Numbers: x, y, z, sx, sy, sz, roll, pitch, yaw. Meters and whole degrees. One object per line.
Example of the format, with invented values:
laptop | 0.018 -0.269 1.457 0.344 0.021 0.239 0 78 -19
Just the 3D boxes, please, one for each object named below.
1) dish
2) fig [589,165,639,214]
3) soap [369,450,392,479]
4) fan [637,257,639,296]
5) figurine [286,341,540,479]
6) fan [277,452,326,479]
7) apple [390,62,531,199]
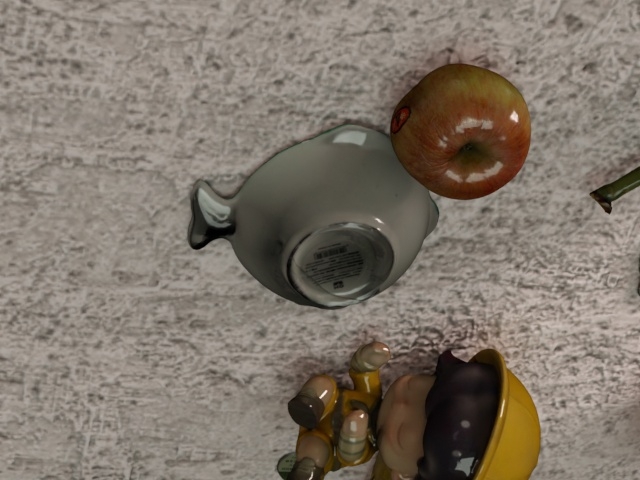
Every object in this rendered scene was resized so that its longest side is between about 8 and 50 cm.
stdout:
dish | 0.000 0.000 1.344 0.246 0.078 0.224 1 129 -11
fig | 0.393 -0.076 1.340 0.259 0.151 0.151 -18 134 37
soap | 0.102 0.356 1.600 0.135 0.076 0.233 14 102 -20
fan | 0.439 0.015 1.479 0.220 0.009 0.132 0 129 -10
figurine | 0.099 0.197 1.468 0.256 0.192 0.167 5 158 15
fan | -0.015 0.264 1.597 0.060 0.003 0.080 -17 129 5
apple | 0.129 -0.099 1.273 0.126 0.102 0.126 -2 126 -2
